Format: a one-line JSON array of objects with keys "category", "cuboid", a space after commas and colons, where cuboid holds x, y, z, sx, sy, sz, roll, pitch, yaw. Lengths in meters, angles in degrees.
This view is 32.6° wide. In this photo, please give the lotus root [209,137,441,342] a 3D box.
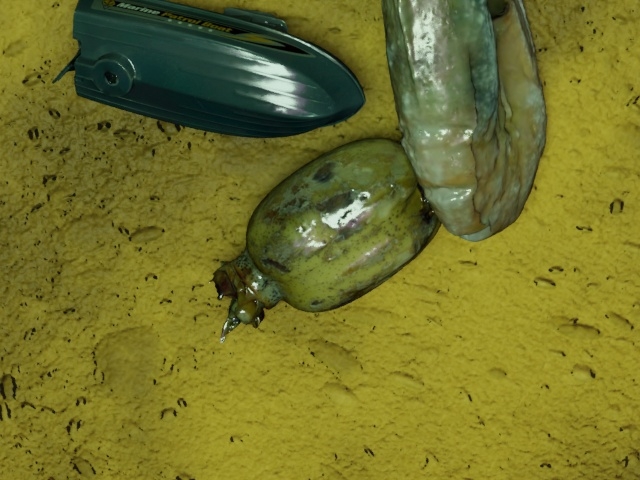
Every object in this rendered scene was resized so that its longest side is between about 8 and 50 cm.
[{"category": "lotus root", "cuboid": [-0.001, -0.001, 1.120, 0.278, 0.154, 0.154, -36, 107, 6]}]

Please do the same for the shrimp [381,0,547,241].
[{"category": "shrimp", "cuboid": [0.138, -0.203, 1.018, 0.110, 0.221, 0.445, 10, 130, 38]}]

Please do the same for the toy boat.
[{"category": "toy boat", "cuboid": [-0.099, -0.170, 1.068, 0.296, 0.122, 0.114, 13, 131, 5]}]
